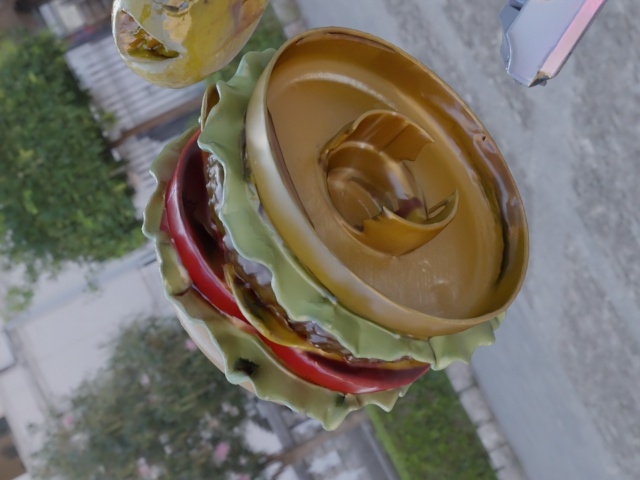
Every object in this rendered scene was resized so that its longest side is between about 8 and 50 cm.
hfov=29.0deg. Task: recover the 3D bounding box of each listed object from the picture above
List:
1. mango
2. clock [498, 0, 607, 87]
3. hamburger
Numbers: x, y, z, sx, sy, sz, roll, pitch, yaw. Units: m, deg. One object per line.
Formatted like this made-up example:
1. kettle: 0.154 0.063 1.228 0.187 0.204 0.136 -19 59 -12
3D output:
1. mango: -0.175 -0.398 1.846 0.182 0.365 0.253 33 -162 16
2. clock: 0.299 -0.310 1.528 0.083 0.253 0.186 31 -164 -4
3. hamburger: 0.000 0.000 0.923 0.212 0.274 0.274 -39 73 43
